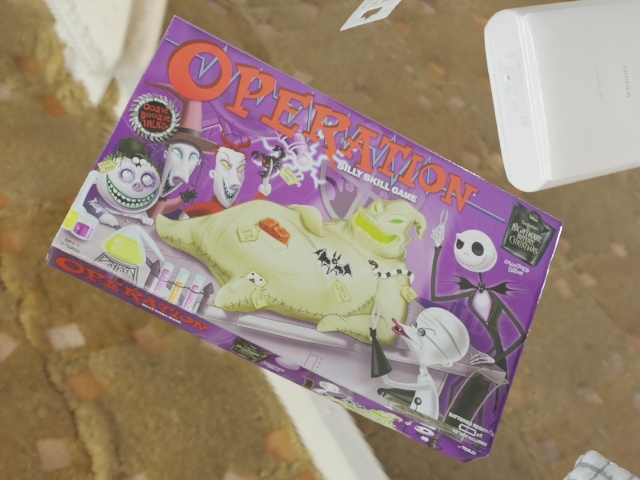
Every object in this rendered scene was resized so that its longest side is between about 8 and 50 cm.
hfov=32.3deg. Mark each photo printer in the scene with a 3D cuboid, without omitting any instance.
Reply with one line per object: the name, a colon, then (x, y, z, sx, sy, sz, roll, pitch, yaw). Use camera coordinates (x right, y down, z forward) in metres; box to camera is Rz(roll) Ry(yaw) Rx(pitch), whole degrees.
photo printer: (0.392, -0.219, 1.596, 0.308, 0.107, 0.256, -12, -84, -32)

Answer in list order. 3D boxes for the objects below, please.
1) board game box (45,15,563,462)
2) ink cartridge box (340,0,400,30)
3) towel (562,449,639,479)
board game box: (0.000, 0.000, 0.828, 0.347, 0.056, 0.208, 26, -118, -9)
ink cartridge box: (0.123, -0.327, 1.431, 0.045, 0.145, 0.179, 45, -103, -19)
towel: (0.208, 0.299, 0.659, 0.284, 0.121, 0.235, 38, -133, 16)
